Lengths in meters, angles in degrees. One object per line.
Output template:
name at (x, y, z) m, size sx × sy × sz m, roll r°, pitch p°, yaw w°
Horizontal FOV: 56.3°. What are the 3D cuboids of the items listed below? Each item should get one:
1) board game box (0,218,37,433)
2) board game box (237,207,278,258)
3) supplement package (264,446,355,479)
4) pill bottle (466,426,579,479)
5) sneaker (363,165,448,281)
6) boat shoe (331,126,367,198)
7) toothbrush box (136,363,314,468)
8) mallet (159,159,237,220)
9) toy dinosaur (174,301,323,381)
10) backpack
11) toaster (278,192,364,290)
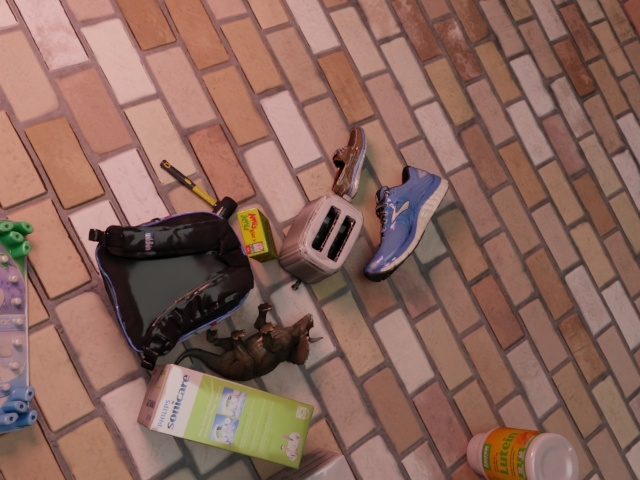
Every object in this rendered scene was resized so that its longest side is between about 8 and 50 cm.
board game box at (-0.638, 0.133, 0.956) m, size 0.390 × 0.050 × 0.390 m, roll 11°, pitch 71°, yaw -59°
board game box at (-0.129, -0.008, 1.257) m, size 0.043 × 0.181 × 0.092 m, roll -15°, pitch 84°, yaw 1°
supplement package at (-0.007, 0.589, 1.195) m, size 0.204 × 0.145 × 0.262 m, roll -24°, pitch 89°, yaw -25°
pill bottle at (0.445, 0.497, 1.354) m, size 0.136 × 0.245 × 0.136 m, roll 5°, pitch 76°, yaw -22°
sneaker at (0.178, -0.046, 1.446) m, size 0.147 × 0.130 × 0.330 m, roll 31°, pitch 64°, yaw 1°
boat shoe at (0.066, -0.196, 1.447) m, size 0.066 × 0.066 × 0.183 m, roll 14°, pitch 73°, yaw -19°
toothbrush box at (-0.186, 0.332, 1.143) m, size 0.283 × 0.206 × 0.122 m, roll 20°, pitch 72°, yaw -17°
mallet at (-0.264, -0.117, 1.307) m, size 0.190 × 0.039 × 0.062 m, roll 45°, pitch 67°, yaw -4°
toy dinosaur at (-0.139, 0.231, 1.231) m, size 0.313 × 0.121 × 0.160 m, roll -25°, pitch 122°, yaw -13°
backpack at (-0.273, 0.073, 1.163) m, size 0.263 × 0.213 × 0.276 m, roll -20°, pitch 93°, yaw -15°
toaster at (0.000, 0.000, 1.330) m, size 0.129 × 0.146 × 0.227 m, roll 34°, pitch 68°, yaw -12°
